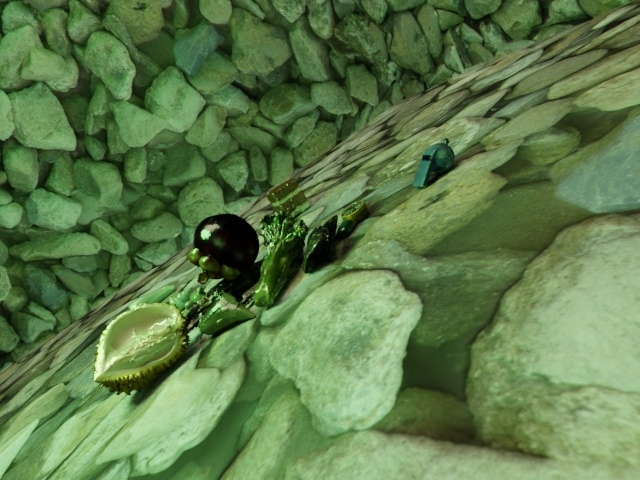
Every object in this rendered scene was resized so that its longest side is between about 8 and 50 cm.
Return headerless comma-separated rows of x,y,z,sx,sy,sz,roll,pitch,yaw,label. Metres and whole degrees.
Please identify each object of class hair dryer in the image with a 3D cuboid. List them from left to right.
-0.697,0.264,1.747,0.206,0.075,0.237,-34,22,-27,hair dryer

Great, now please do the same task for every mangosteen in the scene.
-0.283,0.033,1.186,0.194,0.194,0.230,-12,51,52,mangosteen

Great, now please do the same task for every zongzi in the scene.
-0.247,0.218,1.027,0.130,0.062,0.154,30,79,34,zongzi

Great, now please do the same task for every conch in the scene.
-0.530,0.228,1.488,0.180,0.065,0.088,-42,17,0,conch

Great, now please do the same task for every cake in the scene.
-0.141,-0.177,1.797,0.135,0.147,0.134,-37,18,-15,cake

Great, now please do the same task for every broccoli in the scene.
-0.123,0.053,1.097,0.304,0.146,0.165,-81,4,-48,broccoli

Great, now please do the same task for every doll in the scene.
-0.385,0.222,1.246,0.150,0.077,0.115,-56,-12,-32,doll

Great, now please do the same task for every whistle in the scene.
0.328,-0.213,1.151,0.090,0.090,0.158,-144,71,-73,whistle

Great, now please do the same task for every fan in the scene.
0.088,-0.058,1.195,0.082,0.039,0.155,-19,25,39,fan

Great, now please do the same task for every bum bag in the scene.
0.000,-0.001,1.125,0.248,0.069,0.102,-68,-5,-63,bum bag

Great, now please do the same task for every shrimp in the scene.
-0.230,0.143,1.171,0.233,0.071,0.365,-5,26,49,shrimp

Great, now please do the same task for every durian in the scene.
-0.439,0.268,1.026,0.183,0.138,0.250,28,54,35,durian
